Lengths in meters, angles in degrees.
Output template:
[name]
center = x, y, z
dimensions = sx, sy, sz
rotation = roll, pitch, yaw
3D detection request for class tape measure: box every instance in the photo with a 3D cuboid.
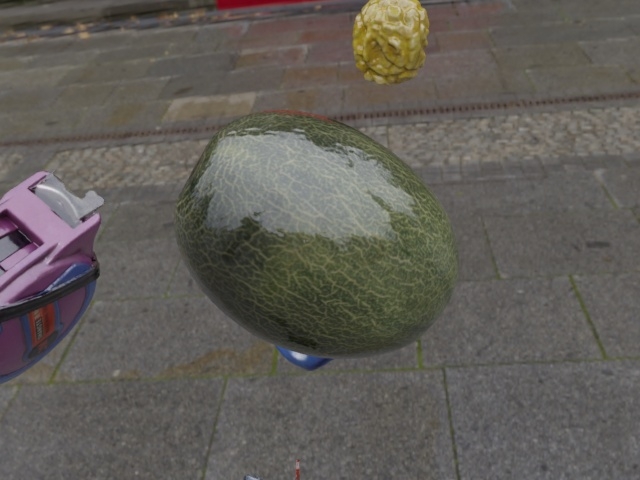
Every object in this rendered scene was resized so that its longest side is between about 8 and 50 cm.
[tape measure]
center = -0.194, 0.028, 0.463
dimensions = 0.074, 0.118, 0.125
rotation = 40, 53, 11

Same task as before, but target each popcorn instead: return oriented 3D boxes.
[popcorn]
center = 0.137, -0.382, 1.383
dimensions = 0.179, 0.180, 0.170
rotation = -23, 30, -25

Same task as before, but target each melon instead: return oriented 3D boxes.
[melon]
center = 0.000, 0.000, 0.768
dimensions = 0.301, 0.238, 0.238
rotation = 29, 27, -15

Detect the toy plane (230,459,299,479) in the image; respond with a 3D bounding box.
[toy plane]
center = -0.074, 0.297, 0.782
dimensions = 0.077, 0.126, 0.194
rotation = 7, -2, 28

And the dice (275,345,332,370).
[dice]
center = -0.004, 0.126, 1.252
dimensions = 0.146, 0.146, 0.143
rotation = -38, -3, 34
